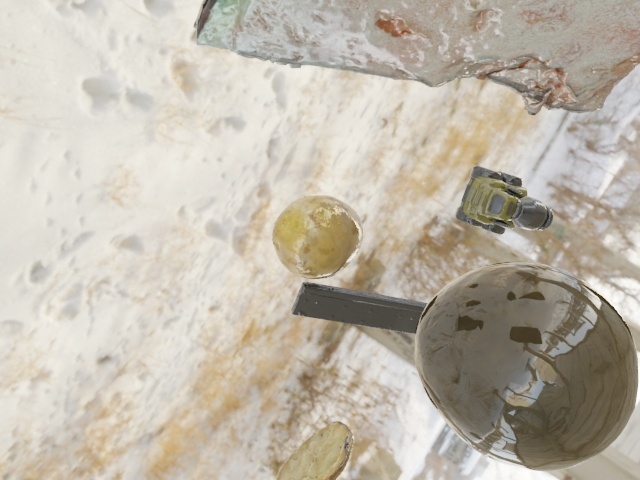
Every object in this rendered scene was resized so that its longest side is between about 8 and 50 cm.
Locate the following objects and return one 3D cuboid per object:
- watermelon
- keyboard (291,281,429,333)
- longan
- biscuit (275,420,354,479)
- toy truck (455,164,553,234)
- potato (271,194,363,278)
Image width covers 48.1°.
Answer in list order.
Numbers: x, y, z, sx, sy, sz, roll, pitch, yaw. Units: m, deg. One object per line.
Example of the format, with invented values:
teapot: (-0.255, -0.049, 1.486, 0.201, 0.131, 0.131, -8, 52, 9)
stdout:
watermelon: (0.073, -0.185, 0.481, 0.224, 0.305, 0.180, -104, -159, -71)
keyboard: (0.099, 0.144, 1.505, 0.018, 0.310, 0.100, -95, -159, -47)
longan: (0.248, 0.145, 0.867, 0.258, 0.258, 0.258, -51, 163, -22)
biscuit: (-0.004, 0.513, 1.684, 0.203, 0.041, 0.260, -28, -169, 30)
toy truck: (0.439, -0.083, 1.699, 0.224, 0.165, 0.147, 9, 104, -48)
potato: (0.000, 0.000, 1.339, 0.150, 0.146, 0.234, -30, 160, 25)
